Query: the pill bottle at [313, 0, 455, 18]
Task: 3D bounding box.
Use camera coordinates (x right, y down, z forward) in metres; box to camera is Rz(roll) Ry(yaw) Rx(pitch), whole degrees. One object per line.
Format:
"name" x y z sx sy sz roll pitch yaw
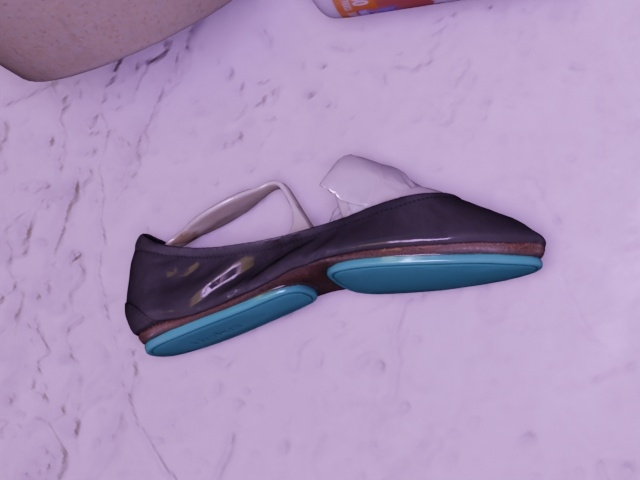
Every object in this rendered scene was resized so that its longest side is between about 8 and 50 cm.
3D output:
"pill bottle" 0.097 -0.210 1.027 0.216 0.121 0.121 -7 88 14

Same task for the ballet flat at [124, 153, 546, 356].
"ballet flat" 0.000 0.000 1.068 0.280 0.095 0.096 -13 75 13

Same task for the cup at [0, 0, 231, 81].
"cup" -0.159 -0.238 1.017 0.331 0.331 0.237 -20 111 12
